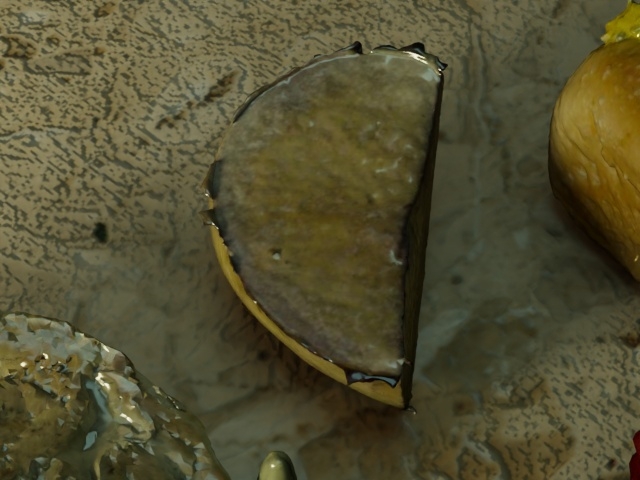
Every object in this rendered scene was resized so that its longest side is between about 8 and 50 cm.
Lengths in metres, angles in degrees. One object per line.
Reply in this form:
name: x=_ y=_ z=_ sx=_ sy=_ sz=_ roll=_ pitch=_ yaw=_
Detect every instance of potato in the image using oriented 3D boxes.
potato: x=0.000 y=0.000 z=1.062 sx=0.138 sy=0.098 sz=0.243 roll=5 pitch=55 yaw=7

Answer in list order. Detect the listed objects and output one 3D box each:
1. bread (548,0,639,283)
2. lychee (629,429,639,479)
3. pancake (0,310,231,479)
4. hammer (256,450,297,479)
bread: x=0.274 y=-0.049 z=1.064 sx=0.195 sy=0.176 sz=0.246 roll=-27 pitch=55 yaw=-22
lychee: x=0.328 y=0.168 z=0.712 sx=0.424 sy=0.425 sz=0.500 roll=-1 pitch=37 yaw=-4
pancake: x=-0.206 y=0.195 z=0.887 sx=0.387 sy=0.082 sz=0.387 roll=3 pitch=56 yaw=-4
hammer: x=0.058 y=0.158 z=0.956 sx=0.195 sy=0.060 sz=0.028 roll=17 pitch=49 yaw=6
